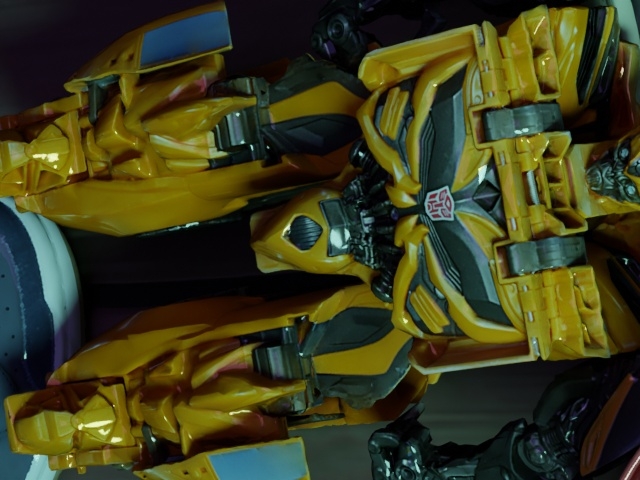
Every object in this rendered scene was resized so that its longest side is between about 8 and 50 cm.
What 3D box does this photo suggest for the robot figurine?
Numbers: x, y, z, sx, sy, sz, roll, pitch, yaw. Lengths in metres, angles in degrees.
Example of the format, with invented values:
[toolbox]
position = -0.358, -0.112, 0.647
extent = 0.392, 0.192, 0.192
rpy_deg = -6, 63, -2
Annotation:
[robot figurine]
position = 0.000, 0.000, 0.691
extent = 0.291, 0.085, 0.211
rpy_deg = -12, 87, 42

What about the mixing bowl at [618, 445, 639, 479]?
[mixing bowl]
position = 0.175, 0.101, 0.605
extent = 0.181, 0.098, 0.181
rpy_deg = 2, 100, 12

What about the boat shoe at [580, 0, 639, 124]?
[boat shoe]
position = 0.127, -0.047, 0.683
extent = 0.065, 0.075, 0.206
rpy_deg = -16, 70, -18

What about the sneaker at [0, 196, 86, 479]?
[sneaker]
position = -0.194, 0.110, 0.778
extent = 0.099, 0.153, 0.282
rpy_deg = 26, 99, 25
